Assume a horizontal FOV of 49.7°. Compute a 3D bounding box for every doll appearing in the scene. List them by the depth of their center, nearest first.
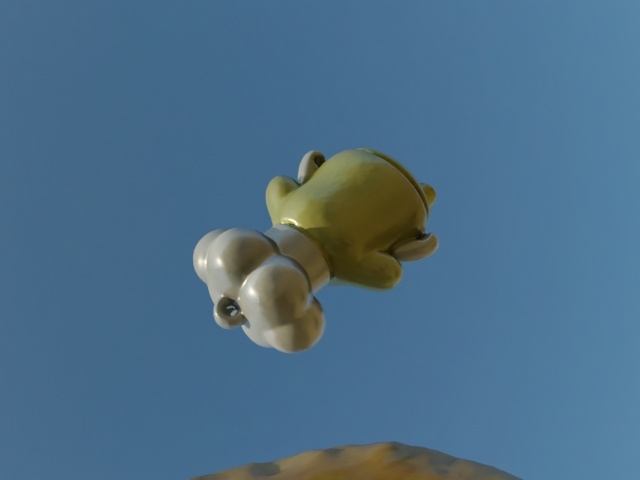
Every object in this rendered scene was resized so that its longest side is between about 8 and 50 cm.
[{"bbox_3d":[0.000,0.000,0.408,0.106,0.062,0.162,38,-126,22],"label":"doll"}]

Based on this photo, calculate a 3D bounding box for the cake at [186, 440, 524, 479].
[{"bbox_3d":[0.007,0.296,0.273,0.332,0.332,0.321,-21,-72,-21],"label":"cake"}]
